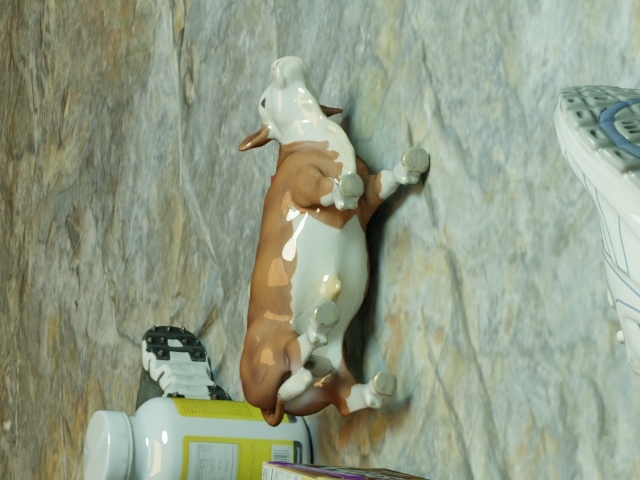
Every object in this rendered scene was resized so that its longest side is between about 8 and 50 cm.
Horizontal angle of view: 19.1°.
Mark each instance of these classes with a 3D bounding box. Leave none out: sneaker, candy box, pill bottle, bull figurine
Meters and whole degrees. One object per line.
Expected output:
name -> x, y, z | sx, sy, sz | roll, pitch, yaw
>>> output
sneaker -> 0.199, 0.012, 1.092 | 0.297, 0.111, 0.129 | -112, 29, -49
candy box -> 0.037, 0.201, 1.421 | 0.187, 0.109, 0.053 | -177, 92, -68
pill bottle -> -0.109, 0.190, 1.668 | 0.103, 0.184, 0.103 | -174, 90, -67
bull figurine -> 0.000, 0.000, 1.560 | 0.188, 0.101, 0.310 | 176, 99, -65
sneaker -> -0.135, 0.182, 1.878 | 0.234, 0.078, 0.106 | -120, 38, -59

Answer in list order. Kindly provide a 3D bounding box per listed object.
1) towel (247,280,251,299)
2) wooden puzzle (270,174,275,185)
towel -> -0.028, 0.059, 1.707 | 0.148, 0.027, 0.110 | -107, 33, -42
wooden puzzle -> -0.031, -0.051, 1.764 | 0.083, 0.006, 0.049 | 139, 132, -58
